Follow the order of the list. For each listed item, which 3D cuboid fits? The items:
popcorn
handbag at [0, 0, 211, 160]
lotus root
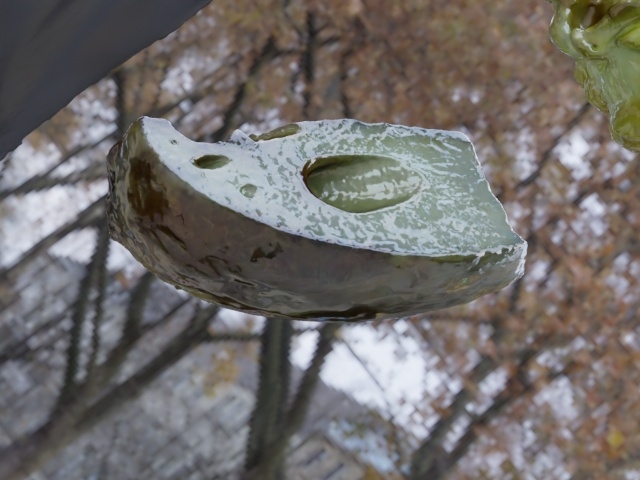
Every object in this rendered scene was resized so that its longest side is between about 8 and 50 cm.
[{"bbox_3d":[0.281,-0.164,1.159,0.183,0.204,0.221,50,-1,-37],"label":"popcorn"},{"bbox_3d":[-0.143,-0.087,0.502,0.080,0.223,0.247,55,7,10],"label":"handbag"},{"bbox_3d":[0.001,0.003,1.128,0.210,0.314,0.142,101,-18,-57],"label":"lotus root"}]
